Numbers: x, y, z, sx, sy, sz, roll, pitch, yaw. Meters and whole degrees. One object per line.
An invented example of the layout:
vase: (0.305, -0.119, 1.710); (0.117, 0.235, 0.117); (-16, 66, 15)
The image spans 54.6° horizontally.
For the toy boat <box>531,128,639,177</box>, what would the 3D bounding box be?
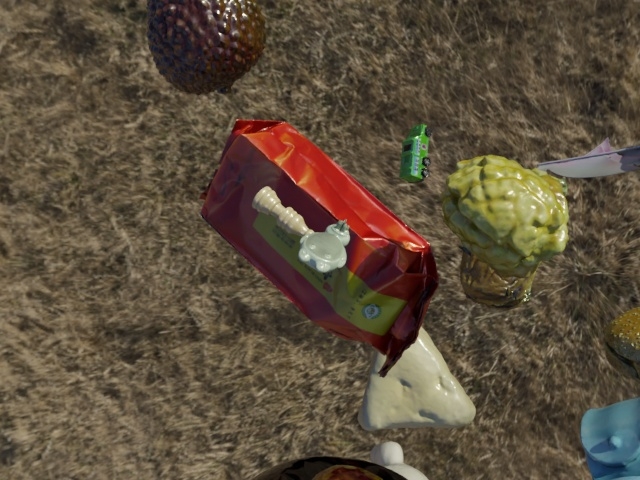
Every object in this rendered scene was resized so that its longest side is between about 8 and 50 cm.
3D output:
toy boat: (0.635, -0.174, 1.356); (0.318, 0.219, 0.072); (-17, 116, 7)

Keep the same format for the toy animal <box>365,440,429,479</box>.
toy animal: (0.103, 0.415, 0.922); (0.178, 0.127, 0.193); (15, 115, 57)

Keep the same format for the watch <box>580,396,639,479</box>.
watch: (0.407, 0.297, 0.760); (0.211, 0.193, 0.211); (13, 124, 20)

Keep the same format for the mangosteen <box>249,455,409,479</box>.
mangosteen: (0.011, 0.307, 0.545); (0.275, 0.275, 0.302); (36, 137, 20)

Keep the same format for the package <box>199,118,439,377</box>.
package: (-0.001, -0.001, 0.962); (0.423, 0.123, 0.196); (41, 127, 14)

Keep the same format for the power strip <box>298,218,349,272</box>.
power strip: (0.009, 0.003, 0.677); (0.055, 0.083, 0.035); (32, 126, 9)

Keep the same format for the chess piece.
chess piece: (-0.045, -0.030, 0.811); (0.092, 0.035, 0.035); (39, 102, 12)

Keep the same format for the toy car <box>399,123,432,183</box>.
toy car: (0.261, -0.242, 1.714); (0.071, 0.062, 0.165); (-5, 77, 57)

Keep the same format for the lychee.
lychee: (-0.221, -0.409, 1.190); (0.236, 0.236, 0.271); (12, 134, 23)

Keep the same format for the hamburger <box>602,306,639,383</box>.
hamburger: (0.674, 0.202, 1.248); (0.189, 0.215, 0.122); (-12, 108, -1)

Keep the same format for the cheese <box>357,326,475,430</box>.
cheese: (0.220, 0.298, 1.377); (0.251, 0.173, 0.248); (2, 88, 21)

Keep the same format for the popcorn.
popcorn: (0.229, -0.029, 0.788); (0.173, 0.173, 0.142); (21, 93, 23)

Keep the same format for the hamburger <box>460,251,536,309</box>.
hamburger: (0.403, 0.058, 1.424); (0.183, 0.130, 0.206); (13, 96, 48)
